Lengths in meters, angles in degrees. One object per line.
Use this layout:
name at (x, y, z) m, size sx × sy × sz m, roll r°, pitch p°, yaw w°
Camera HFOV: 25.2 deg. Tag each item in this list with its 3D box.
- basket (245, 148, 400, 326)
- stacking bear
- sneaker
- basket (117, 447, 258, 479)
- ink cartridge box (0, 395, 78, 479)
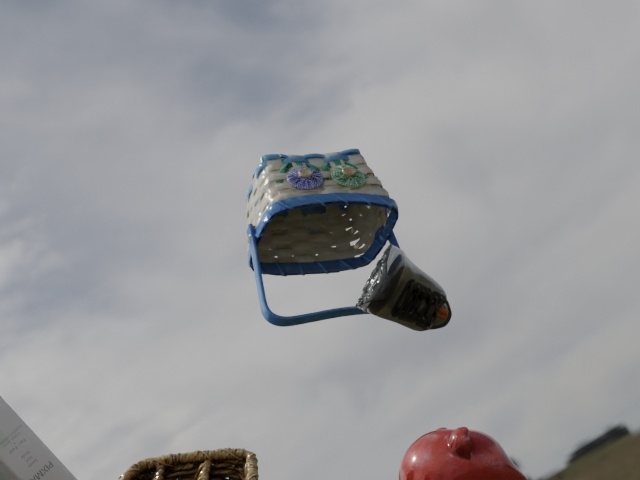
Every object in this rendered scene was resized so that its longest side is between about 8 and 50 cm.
basket at (0.000, 0.000, 2.264) m, size 0.255 × 0.289 × 0.201 m, roll -6°, pitch -30°, yaw -22°
stacking bear at (0.127, 0.313, 1.292) m, size 0.164 × 0.289 × 0.175 m, roll 1°, pitch -9°, yaw -3°
sneaker at (0.127, 0.076, 2.030) m, size 0.100 × 0.108 × 0.271 m, roll -60°, pitch -17°, yaw 3°
basket at (-0.235, 0.440, 2.207) m, size 0.299 × 0.213 × 0.223 m, roll -87°, pitch 23°, yaw -67°
ink cartridge box at (-0.300, 0.274, 1.473) m, size 0.056 × 0.224 × 0.181 m, roll -42°, pitch 2°, yaw -36°
